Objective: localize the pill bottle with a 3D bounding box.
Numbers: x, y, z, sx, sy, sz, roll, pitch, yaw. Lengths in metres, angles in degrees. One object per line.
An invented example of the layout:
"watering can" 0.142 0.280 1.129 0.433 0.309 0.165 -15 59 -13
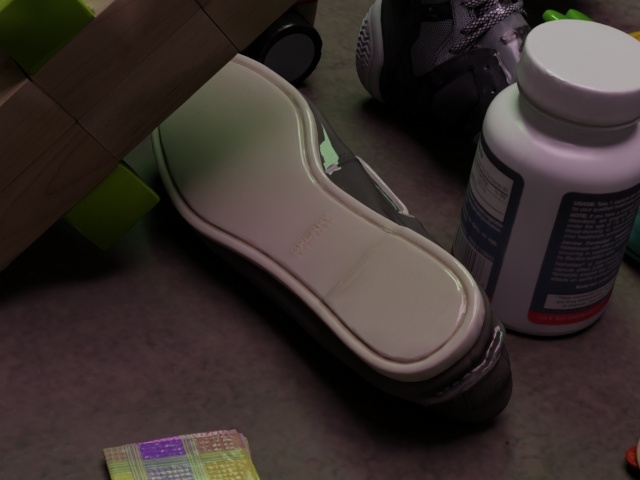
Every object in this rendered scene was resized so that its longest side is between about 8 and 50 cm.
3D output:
"pill bottle" 0.148 -0.040 1.084 0.108 0.180 0.108 7 38 -6

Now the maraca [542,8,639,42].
"maraca" 0.235 -0.105 1.235 0.186 0.099 0.127 43 23 19

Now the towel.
"towel" -0.072 0.130 0.952 0.083 0.009 0.060 -6 41 -19

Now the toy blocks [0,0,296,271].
"toy blocks" -0.204 -0.143 1.065 0.381 0.191 0.261 -42 51 2

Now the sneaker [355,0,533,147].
"sneaker" 0.114 -0.171 1.180 0.101 0.268 0.153 -26 55 -32

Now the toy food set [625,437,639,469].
"toy food set" 0.220 0.132 1.013 0.083 0.020 0.083 -2 39 -15

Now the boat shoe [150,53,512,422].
"boat shoe" 0.000 0.000 1.089 0.112 0.095 0.335 -41 48 -4

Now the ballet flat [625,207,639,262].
"ballet flat" 0.293 0.022 1.117 0.083 0.087 0.247 -27 51 -37

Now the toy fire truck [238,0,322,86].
"toy fire truck" -0.086 -0.212 1.194 0.217 0.246 0.158 -14 43 -29
